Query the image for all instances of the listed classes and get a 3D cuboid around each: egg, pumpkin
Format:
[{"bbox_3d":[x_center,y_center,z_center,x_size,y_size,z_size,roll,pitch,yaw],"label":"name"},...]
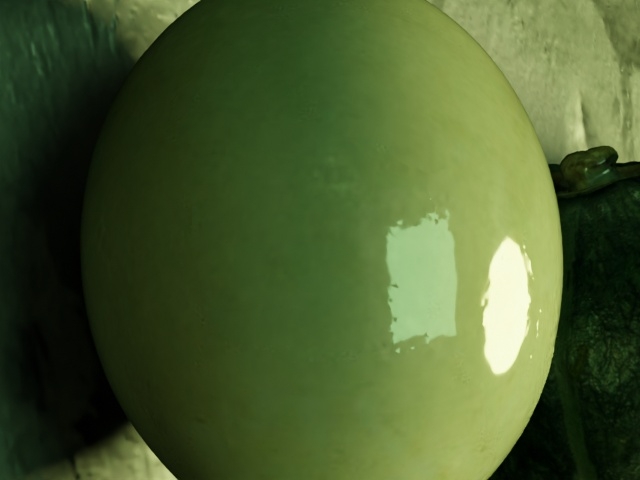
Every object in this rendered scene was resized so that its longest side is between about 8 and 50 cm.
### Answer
[{"bbox_3d":[0.000,0.000,0.723,0.186,0.186,0.253,33,41,-39],"label":"egg"},{"bbox_3d":[0.222,0.068,0.964,0.293,0.197,0.263,-13,90,-48],"label":"pumpkin"}]
